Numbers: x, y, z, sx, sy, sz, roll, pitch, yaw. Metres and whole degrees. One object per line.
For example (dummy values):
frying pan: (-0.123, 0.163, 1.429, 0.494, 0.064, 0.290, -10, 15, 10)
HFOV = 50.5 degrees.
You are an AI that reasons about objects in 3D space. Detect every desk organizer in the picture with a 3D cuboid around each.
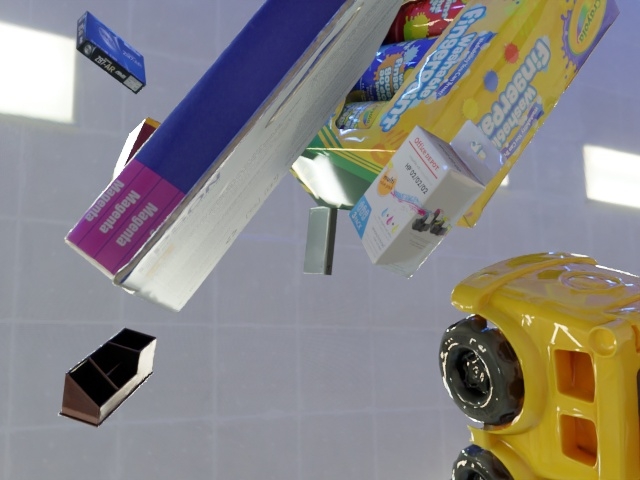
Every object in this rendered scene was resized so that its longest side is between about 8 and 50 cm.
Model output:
desk organizer: (-0.232, 0.148, 0.754, 0.047, 0.130, 0.050, 15, -73, 8)

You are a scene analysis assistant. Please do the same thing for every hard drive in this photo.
hard drive: (0.000, 0.000, 1.353, 0.022, 0.094, 0.135, 8, -94, -27)

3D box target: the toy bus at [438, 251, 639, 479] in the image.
toy bus: (0.205, 0.129, 0.460, 0.149, 0.211, 0.220, -12, -78, -30)

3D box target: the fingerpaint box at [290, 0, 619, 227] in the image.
fingerpaint box: (0.183, -0.253, 1.076, 0.445, 0.371, 0.163, -52, -58, -17)

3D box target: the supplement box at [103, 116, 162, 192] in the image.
supplement box: (-0.276, -0.077, 1.028, 0.080, 0.104, 0.188, 27, -110, -24)

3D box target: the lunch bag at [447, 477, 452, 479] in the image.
lunch bag: (0.282, 0.326, 0.677, 0.235, 0.169, 0.287, -26, -69, -14)

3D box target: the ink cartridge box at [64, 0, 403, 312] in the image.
ink cartridge box: (-0.042, -0.099, 0.494, 0.071, 0.330, 0.324, 37, -101, 0)

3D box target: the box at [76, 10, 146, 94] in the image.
box: (-0.236, -0.212, 0.767, 0.083, 0.018, 0.067, 37, -156, -40)

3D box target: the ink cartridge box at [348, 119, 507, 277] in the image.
ink cartridge box: (0.120, -0.059, 0.796, 0.061, 0.104, 0.181, 22, -64, -32)
